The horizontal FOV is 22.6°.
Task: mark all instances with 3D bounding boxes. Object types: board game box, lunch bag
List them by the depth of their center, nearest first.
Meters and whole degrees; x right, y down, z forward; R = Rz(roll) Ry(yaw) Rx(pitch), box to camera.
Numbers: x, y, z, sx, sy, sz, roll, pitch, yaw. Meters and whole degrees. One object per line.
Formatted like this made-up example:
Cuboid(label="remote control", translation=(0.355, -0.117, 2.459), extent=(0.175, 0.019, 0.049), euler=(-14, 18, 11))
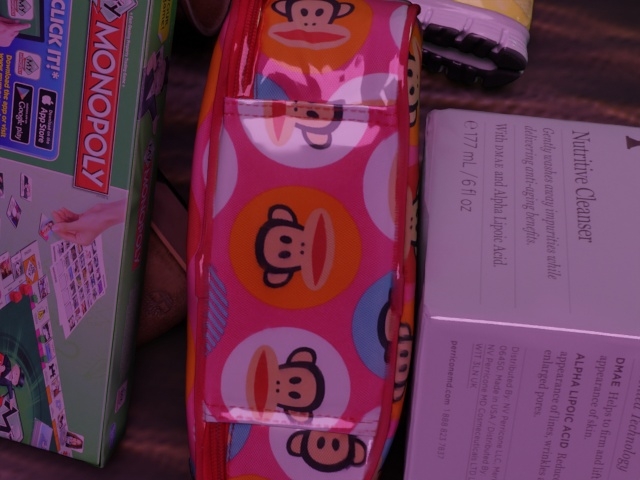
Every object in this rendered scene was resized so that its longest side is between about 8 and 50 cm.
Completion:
Cuboid(label="lunch bag", translation=(0.000, 0.000, 0.912), extent=(0.120, 0.258, 0.293), euler=(6, 98, 5))
Cuboid(label="board game box", translation=(-0.203, -0.035, 0.926), extent=(0.214, 0.046, 0.317), euler=(15, 116, 8))

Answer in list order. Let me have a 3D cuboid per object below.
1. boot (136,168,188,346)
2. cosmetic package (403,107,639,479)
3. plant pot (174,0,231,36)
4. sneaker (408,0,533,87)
Cuboid(label="boot", translation=(-0.184, -0.061, 0.973), extent=(0.115, 0.112, 0.305), euler=(-36, 102, 0))
Cuboid(label="cosmetic package", translation=(0.243, 0.056, 0.900), extent=(0.385, 0.156, 0.217), euler=(3, 36, 2))
Cuboid(label="plant pot", translation=(-0.149, -0.218, 1.036), extent=(0.165, 0.167, 0.167), euler=(3, 74, 11))
Cuboid(label="sneaker", translation=(0.047, -0.177, 1.061), extent=(0.209, 0.081, 0.094), euler=(21, 68, 0))
